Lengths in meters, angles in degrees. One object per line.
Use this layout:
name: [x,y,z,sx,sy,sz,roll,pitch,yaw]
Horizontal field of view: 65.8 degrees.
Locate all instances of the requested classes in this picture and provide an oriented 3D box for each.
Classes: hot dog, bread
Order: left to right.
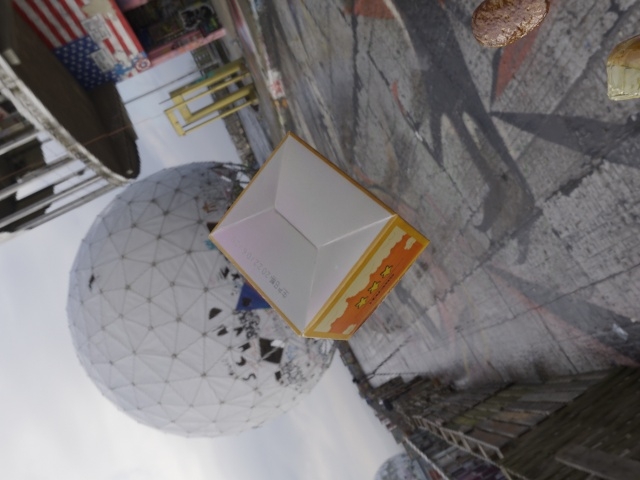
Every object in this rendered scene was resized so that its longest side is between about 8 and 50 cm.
hot dog: [0.210,-0.252,0.548,0.035,0.083,0.058,-24,-88,-54]
bread: [0.634,-0.337,0.909,0.140,0.236,0.106,18,128,59]

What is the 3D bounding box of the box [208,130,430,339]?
box: [0.000,0.000,0.932,0.283,0.260,0.214,42,-174,28]
